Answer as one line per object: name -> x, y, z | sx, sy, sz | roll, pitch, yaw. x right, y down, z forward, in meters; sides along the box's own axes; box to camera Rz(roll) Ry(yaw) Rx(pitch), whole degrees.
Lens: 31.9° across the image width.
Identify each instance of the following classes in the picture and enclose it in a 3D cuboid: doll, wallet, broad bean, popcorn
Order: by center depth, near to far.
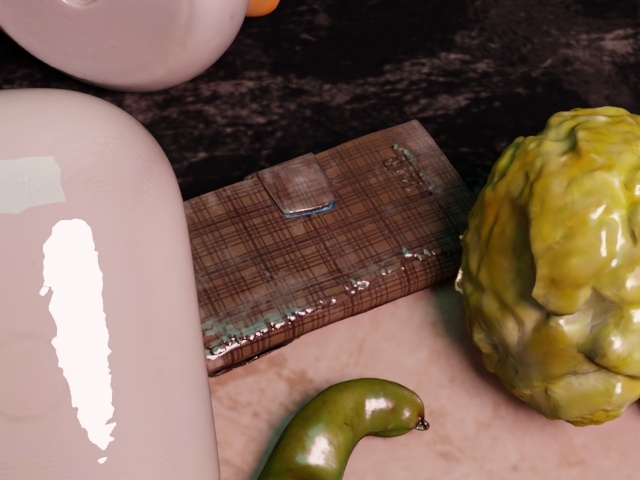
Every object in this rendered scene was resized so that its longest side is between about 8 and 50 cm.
broad bean -> -0.014, 0.152, 0.639 | 0.070, 0.048, 0.213 | 33, 55, 17
popcorn -> 0.183, 0.026, 0.686 | 0.212, 0.198, 0.198 | 38, 56, -8
wallet -> 0.000, 0.000, 0.752 | 0.230, 0.042, 0.124 | -21, 63, -20
doll -> -0.136, -0.232, 0.812 | 0.251, 0.221, 0.221 | 31, 52, -18

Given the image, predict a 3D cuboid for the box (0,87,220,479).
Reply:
box -> -0.231, 0.076, 0.560 | 0.349, 0.141, 0.289 | -8, 91, -13
